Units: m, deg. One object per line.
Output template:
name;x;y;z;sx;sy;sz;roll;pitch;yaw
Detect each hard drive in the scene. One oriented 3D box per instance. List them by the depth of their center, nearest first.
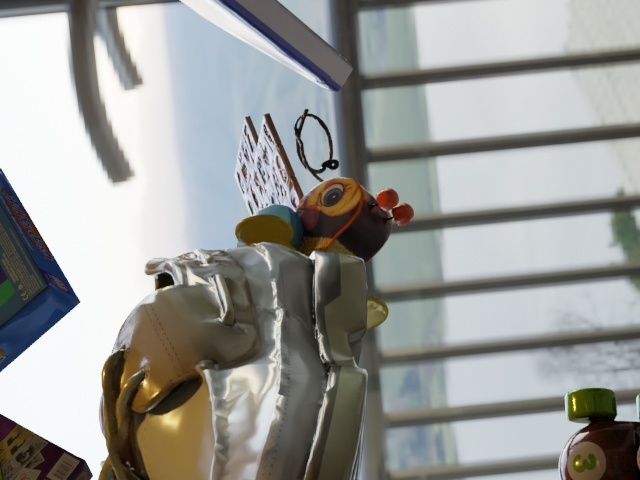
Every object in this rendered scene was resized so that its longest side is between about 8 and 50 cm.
hard drive;-0.117;-0.251;1.342;0.040;0.210;0.318;-58;-28;2

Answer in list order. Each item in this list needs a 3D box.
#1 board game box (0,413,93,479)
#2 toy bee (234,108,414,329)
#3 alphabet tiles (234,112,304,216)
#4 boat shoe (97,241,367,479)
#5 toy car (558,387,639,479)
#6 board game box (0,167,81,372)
board game box;-0.449;0.356;1.617;0.347;0.208;0.056;-53;-23;-27
toy bee;0.000;0.000;1.328;0.195;0.162;0.298;13;-104;-46
alphabet tiles;-0.051;-0.040;1.571;0.237;0.009;0.198;110;140;-66
boat shoe;-0.037;0.078;0.549;0.302;0.103;0.113;-88;7;-76
toy car;0.322;0.207;1.320;0.188;0.149;0.155;122;149;-70
board game box;-0.311;0.054;1.109;0.160;0.210;0.047;54;-172;31
